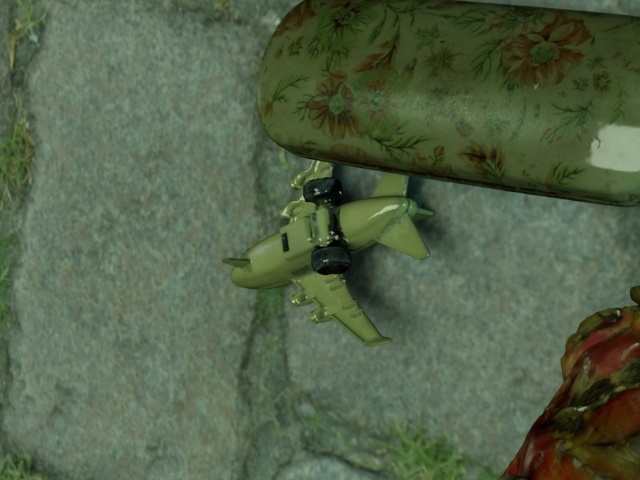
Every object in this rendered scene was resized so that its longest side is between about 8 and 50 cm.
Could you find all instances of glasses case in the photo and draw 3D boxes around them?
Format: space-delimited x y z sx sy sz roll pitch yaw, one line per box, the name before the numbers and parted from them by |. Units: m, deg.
glasses case | 0.128 -0.127 1.400 0.425 0.098 0.156 11 80 34

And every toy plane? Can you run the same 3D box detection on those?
toy plane | 0.000 0.000 1.528 0.244 0.092 0.229 -21 68 33

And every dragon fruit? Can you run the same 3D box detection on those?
dragon fruit | 0.282 0.164 1.256 0.296 0.314 0.262 -14 53 20
